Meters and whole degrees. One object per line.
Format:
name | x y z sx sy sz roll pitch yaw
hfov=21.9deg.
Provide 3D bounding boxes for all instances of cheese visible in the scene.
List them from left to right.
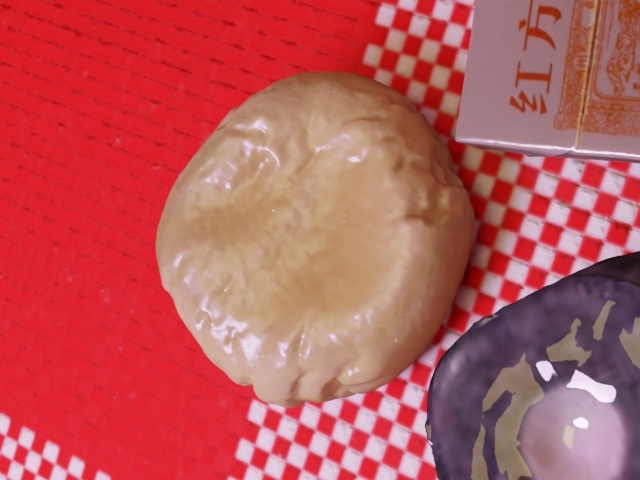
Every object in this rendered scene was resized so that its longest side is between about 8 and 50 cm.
cheese | 0.000 0.000 1.162 0.226 0.117 0.214 -46 67 17

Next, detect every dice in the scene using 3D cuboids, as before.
dice | 0.183 0.119 0.972 0.182 0.183 0.181 -30 67 28

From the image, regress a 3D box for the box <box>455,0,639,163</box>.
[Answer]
box | 0.262 -0.142 1.026 0.365 0.051 0.204 8 90 36
